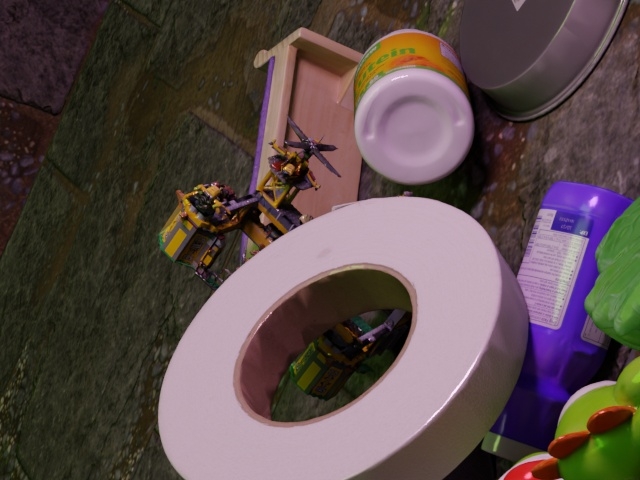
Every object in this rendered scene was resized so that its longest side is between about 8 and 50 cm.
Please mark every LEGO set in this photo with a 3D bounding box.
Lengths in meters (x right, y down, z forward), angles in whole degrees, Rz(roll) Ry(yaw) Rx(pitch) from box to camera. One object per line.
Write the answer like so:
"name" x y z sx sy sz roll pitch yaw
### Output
"LEGO set" 0.000 0.000 2.261 0.331 0.255 0.192 48 121 21

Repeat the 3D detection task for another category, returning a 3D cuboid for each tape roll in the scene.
"tape roll" 0.019 0.120 1.981 0.392 0.072 0.392 -23 37 18

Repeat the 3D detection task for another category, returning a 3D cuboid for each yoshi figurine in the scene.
"yoshi figurine" 0.272 0.218 1.779 0.203 0.203 0.362 -43 -9 -39

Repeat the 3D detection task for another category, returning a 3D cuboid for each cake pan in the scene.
"cake pan" 0.250 -0.281 2.270 0.293 0.054 0.293 -43 36 43

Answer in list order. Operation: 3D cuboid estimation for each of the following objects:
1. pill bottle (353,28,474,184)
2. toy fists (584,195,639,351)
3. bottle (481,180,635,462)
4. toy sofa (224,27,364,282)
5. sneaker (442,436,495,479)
"pill bottle" 0.106 -0.167 2.337 0.136 0.136 0.246 -60 10 19
"toy fists" 0.313 0.017 1.789 0.142 0.096 0.279 -41 8 22
"bottle" 0.235 0.085 1.980 0.118 0.092 0.283 12 82 63
"toy sofa" -0.032 -0.071 2.558 0.177 0.150 0.363 -30 46 51
"sneaker" 0.101 0.196 2.141 0.178 0.123 0.296 -25 50 43
